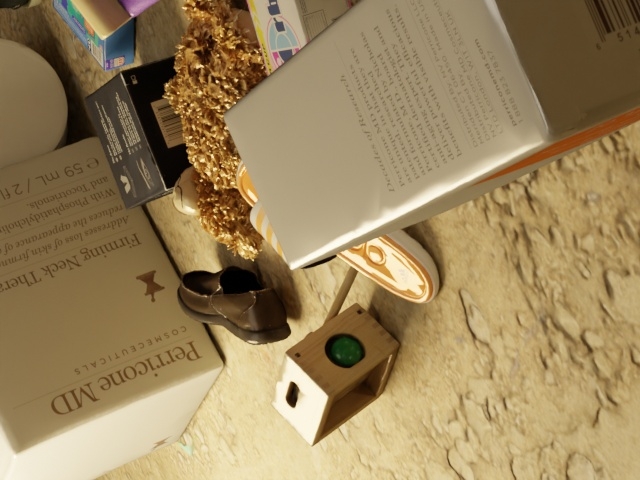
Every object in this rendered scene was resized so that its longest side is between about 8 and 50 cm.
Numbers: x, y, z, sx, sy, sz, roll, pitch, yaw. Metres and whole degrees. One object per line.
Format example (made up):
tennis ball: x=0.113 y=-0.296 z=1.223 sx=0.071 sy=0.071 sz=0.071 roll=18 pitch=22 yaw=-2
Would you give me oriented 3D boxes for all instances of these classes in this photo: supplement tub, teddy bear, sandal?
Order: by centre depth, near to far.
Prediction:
sandal: x=0.001 y=-0.007 z=1.702 sx=0.265 sy=0.076 sz=0.102 roll=32 pitch=139 yaw=25
teddy bear: x=-0.118 y=-0.139 z=1.872 sx=0.245 sy=0.113 sz=0.338 roll=56 pitch=151 yaw=30
supplement tub: x=-0.518 y=-0.155 z=2.486 sx=0.241 sy=0.241 sz=0.331 roll=67 pitch=155 yaw=4

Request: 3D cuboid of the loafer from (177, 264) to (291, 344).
loafer: x=-0.106 y=0.065 z=2.054 sx=0.220 sy=0.080 sz=0.078 roll=19 pitch=116 yaw=52

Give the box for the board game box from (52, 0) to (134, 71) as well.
board game box: x=-0.295 y=-0.349 z=2.129 sx=0.160 sy=0.047 sz=0.210 roll=50 pitch=149 yaw=35

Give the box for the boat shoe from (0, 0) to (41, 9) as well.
boat shoe: x=-0.451 y=-0.453 z=2.277 sx=0.127 sy=0.113 sz=0.340 roll=55 pitch=151 yaw=28

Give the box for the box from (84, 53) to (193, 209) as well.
box: x=-0.209 y=-0.135 z=2.069 sx=0.158 sy=0.093 sz=0.156 roll=-18 pitch=93 yaw=63

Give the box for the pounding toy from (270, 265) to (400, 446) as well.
pounding toy: x=0.015 y=0.124 z=1.809 sx=0.100 sy=0.130 sz=0.141 roll=44 pitch=147 yaw=21

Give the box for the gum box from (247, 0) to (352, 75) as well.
gum box: x=-0.012 y=-0.200 z=1.671 sx=0.107 sy=0.062 sz=0.188 roll=3 pitch=111 yaw=63

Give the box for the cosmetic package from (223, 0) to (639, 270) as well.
cosmetic package: x=0.121 y=-0.124 z=1.281 sx=0.161 sy=0.230 sz=0.453 roll=67 pitch=155 yaw=2

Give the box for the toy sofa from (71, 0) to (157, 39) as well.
toy sofa: x=-0.186 y=-0.327 z=1.709 sx=0.150 sy=0.177 sz=0.362 roll=51 pitch=150 yaw=-11

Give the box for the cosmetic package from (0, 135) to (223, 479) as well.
cosmetic package: x=-0.394 y=0.129 z=2.357 sx=0.394 sy=0.329 sz=0.327 roll=60 pitch=153 yaw=15
